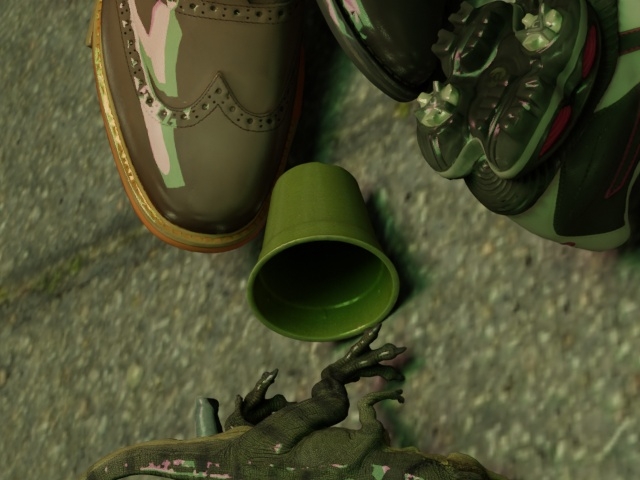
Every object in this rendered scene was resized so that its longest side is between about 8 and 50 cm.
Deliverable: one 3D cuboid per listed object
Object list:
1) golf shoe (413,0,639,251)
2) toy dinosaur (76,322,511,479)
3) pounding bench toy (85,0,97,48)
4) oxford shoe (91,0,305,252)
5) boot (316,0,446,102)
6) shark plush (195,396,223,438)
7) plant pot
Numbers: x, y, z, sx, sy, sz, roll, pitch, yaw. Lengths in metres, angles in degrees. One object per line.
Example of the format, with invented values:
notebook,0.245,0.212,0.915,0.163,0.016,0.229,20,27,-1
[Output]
golf shoe,0.148,-0.127,0.859,0.105,0.120,0.272,16,73,54
toy dinosaur,-0.017,0.104,0.920,0.268,0.064,0.118,-5,29,24
pounding bench toy,-0.122,-0.134,1.183,0.065,0.052,0.083,-4,70,46
oxford shoe,-0.066,-0.176,1.039,0.133,0.130,0.363,128,143,-72
boot,0.106,-0.223,0.961,0.229,0.091,0.263,-17,63,36
shark plush,-0.067,0.168,0.970,0.073,0.067,0.161,5,75,48
plant pot,0.000,0.000,0.981,0.083,0.083,0.079,-37,36,29
